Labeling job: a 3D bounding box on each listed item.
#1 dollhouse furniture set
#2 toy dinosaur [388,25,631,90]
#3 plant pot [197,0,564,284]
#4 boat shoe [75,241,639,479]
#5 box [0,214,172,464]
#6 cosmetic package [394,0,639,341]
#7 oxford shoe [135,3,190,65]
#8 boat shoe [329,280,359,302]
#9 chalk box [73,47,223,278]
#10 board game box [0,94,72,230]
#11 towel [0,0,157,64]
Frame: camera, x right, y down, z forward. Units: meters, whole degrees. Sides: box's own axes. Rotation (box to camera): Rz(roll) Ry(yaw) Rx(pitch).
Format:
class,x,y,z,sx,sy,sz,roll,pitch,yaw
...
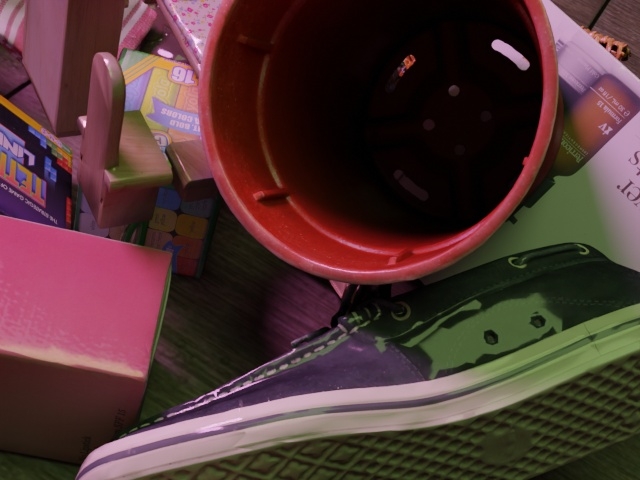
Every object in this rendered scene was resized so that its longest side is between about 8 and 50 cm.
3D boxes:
class,x,y,z,sx,sy,sz,roll,pitch,yaw
dollhouse furniture set,-0.068,-0.199,0.817,0.355,0.174,0.303,-12,55,-29
toy dinosaur,0.194,-0.191,1.055,0.164,0.219,0.322,-21,16,-17
plant pot,0.081,-0.109,0.760,0.272,0.272,0.265,41,17,17
boat shoe,0.055,0.122,0.722,0.499,0.187,0.156,-17,44,-11
box,-0.245,0.074,0.703,0.232,0.149,0.127,12,47,-10
cosmetic package,0.226,-0.035,0.894,0.377,0.284,0.097,50,20,24
oxford shoe,-0.224,-0.287,1.070,0.096,0.098,0.271,-25,62,-36
boat shoe,0.000,0.000,0.931,0.059,0.063,0.170,-2,41,-20
chalk box,-0.156,-0.058,0.870,0.132,0.132,0.213,13,47,-9
board game box,-0.298,-0.068,0.812,0.170,0.048,0.141,41,27,-46
towel,-0.267,-0.241,0.942,0.029,0.197,0.144,13,70,42
